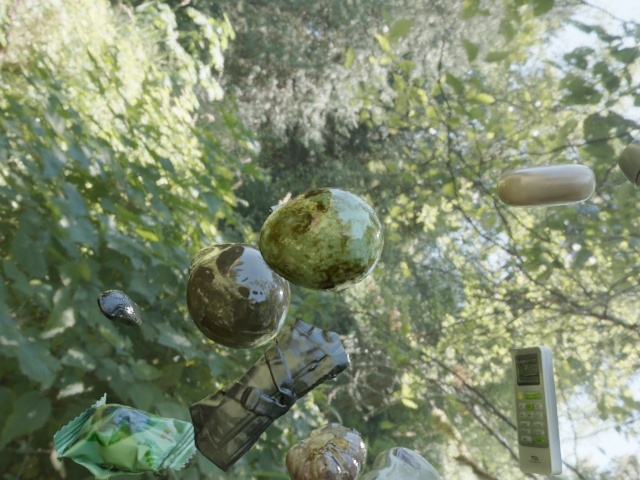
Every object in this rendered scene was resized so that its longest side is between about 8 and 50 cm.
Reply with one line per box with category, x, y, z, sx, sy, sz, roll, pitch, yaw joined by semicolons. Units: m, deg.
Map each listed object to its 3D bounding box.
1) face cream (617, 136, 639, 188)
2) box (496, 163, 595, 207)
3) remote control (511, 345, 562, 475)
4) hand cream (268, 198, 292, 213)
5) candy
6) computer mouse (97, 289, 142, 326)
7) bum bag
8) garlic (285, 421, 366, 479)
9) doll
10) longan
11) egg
face cream;0.761;-0.176;1.372;0.117;0.117;0.104;75;-12;-48
box;0.487;-0.118;1.288;0.146;0.200;0.088;-88;172;-84
remote control;0.439;0.344;1.211;0.103;0.034;0.250;145;-51;-66
hand cream;-0.113;-0.093;1.650;0.030;0.093;0.019;-35;-96;43
candy;-0.563;0.608;1.822;0.263;0.397;0.172;-62;155;-68
computer mouse;-0.690;0.229;2.064;0.122;0.073;0.217;58;1;20
bum bag;-0.103;0.282;1.136;0.144;0.340;0.095;48;-9;18
garlic;0.020;0.643;1.715;0.245;0.244;0.161;-163;-124;-75
doll;0.116;0.579;1.219;0.226;0.370;0.215;44;33;-2
longan;-0.275;0.174;1.965;0.404;0.336;0.404;40;6;-5
egg;0.000;0.000;1.356;0.238;0.289;0.238;-5;90;-70
